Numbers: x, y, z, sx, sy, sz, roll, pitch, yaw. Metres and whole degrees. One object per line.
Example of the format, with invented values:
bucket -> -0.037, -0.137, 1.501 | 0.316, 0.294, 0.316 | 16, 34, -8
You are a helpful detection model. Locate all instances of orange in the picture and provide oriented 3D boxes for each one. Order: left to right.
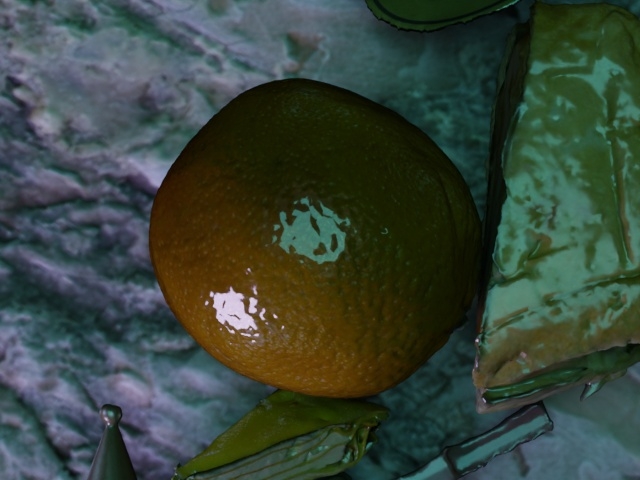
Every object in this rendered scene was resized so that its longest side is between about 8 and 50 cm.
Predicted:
orange -> 0.000, 0.000, 1.168 | 0.264, 0.264, 0.264 | -1, 81, 5

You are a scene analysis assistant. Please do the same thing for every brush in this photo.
brush -> 0.052, 0.208, 1.228 | 0.301, 0.071, 0.084 | -28, 92, -1

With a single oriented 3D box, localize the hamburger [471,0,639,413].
hamburger -> 0.231, -0.013, 1.195 | 0.209, 0.162, 0.330 | 9, 77, 2

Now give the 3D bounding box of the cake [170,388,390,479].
cake -> -0.025, 0.180, 1.193 | 0.116, 0.185, 0.080 | 12, 117, 28

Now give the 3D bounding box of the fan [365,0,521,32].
fan -> 0.165, -0.272, 1.236 | 0.335, 0.011, 0.230 | -15, 48, 22

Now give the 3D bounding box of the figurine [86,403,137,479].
figurine -> -0.165, 0.327, 1.178 | 0.207, 0.166, 0.387 | 12, 86, -10
